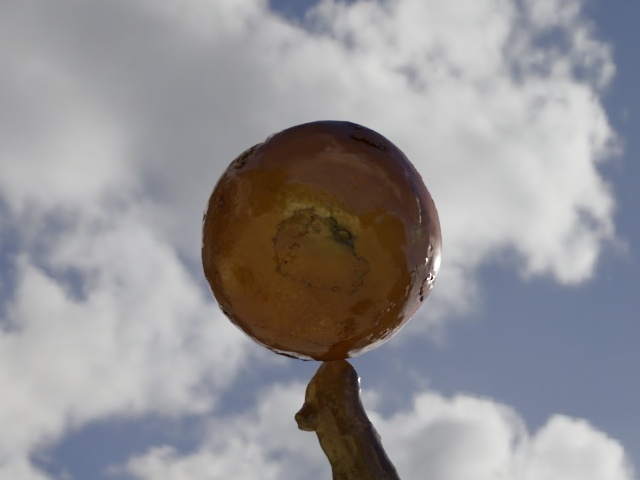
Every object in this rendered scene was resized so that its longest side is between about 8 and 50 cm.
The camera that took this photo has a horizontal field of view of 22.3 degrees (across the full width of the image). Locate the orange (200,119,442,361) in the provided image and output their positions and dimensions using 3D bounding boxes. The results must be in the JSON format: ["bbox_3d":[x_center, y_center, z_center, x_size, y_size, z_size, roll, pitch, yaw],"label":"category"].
[{"bbox_3d":[0.000,0.000,1.629,0.246,0.246,0.246,11,-33,7],"label":"orange"}]

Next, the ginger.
[{"bbox_3d":[0.063,0.256,1.671,0.118,0.299,0.065,-16,-20,-33],"label":"ginger"}]
